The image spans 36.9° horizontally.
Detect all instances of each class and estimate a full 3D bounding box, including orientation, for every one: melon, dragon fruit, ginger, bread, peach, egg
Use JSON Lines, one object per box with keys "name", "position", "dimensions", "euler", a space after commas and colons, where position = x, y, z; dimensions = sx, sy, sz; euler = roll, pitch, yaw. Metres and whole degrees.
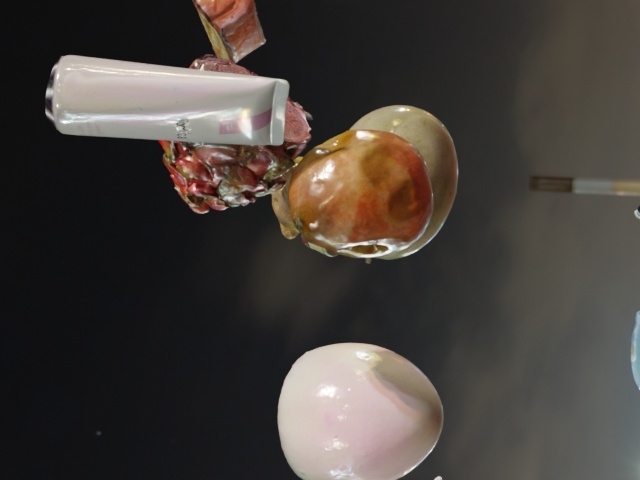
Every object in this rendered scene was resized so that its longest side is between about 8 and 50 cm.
{"name": "melon", "position": [0.145, -0.112, 1.980], "dimensions": [0.268, 0.268, 0.330], "euler": [30, -107, -65]}
{"name": "dragon fruit", "position": [-0.211, -0.196, 1.927], "dimensions": [0.263, 0.314, 0.296], "euler": [-53, 20, 26]}
{"name": "ginger", "position": [-0.045, -0.111, 2.179], "dimensions": [0.354, 0.126, 0.190], "euler": [122, 165, -74]}
{"name": "bread", "position": [-0.208, -0.499, 2.152], "dimensions": [0.190, 0.123, 0.244], "euler": [55, 173, 15]}
{"name": "peach", "position": [0.054, -0.065, 1.525], "dimensions": [0.235, 0.214, 0.214], "euler": [-16, -68, -30]}
{"name": "egg", "position": [0.126, 0.421, 2.287], "dimensions": [0.354, 0.339, 0.355], "euler": [10, -103, -52]}

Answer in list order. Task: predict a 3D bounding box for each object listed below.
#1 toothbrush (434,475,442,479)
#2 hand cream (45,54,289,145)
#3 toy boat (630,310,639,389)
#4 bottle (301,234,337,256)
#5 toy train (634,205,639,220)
{"name": "toothbrush", "position": [0.135, 0.361, 1.174], "dimensions": [0.017, 0.014, 0.162], "euler": [37, -135, -27]}
{"name": "hand cream", "position": [-0.230, -0.205, 1.465], "dimensions": [0.185, 0.358, 0.118], "euler": [101, 174, -62]}
{"name": "toy boat", "position": [0.625, 0.211, 1.731], "dimensions": [0.102, 0.088, 0.215], "euler": [18, -108, -40]}
{"name": "bottle", "position": [0.000, -0.002, 1.806], "dimensions": [0.047, 0.101, 0.063], "euler": [-3, -79, -32]}
{"name": "toy train", "position": [0.741, -0.078, 1.949], "dimensions": [0.043, 0.207, 0.047], "euler": [-108, 6, -54]}
